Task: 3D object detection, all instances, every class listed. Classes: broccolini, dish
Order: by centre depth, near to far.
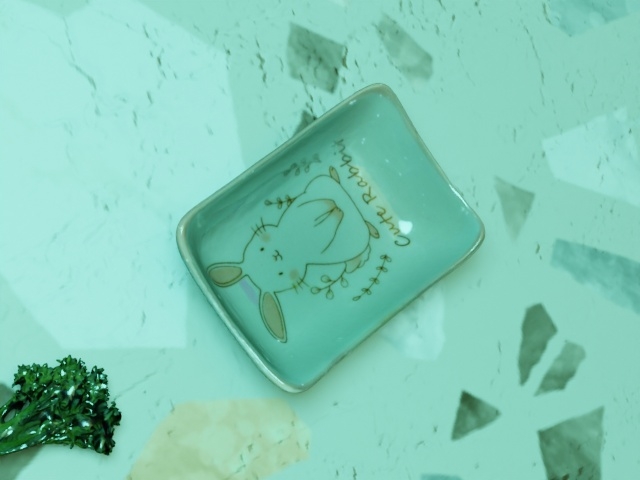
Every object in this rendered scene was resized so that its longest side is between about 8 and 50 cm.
[{"bbox_3d":[-0.247,0.143,0.879,0.254,0.057,0.071,-22,46,-29],"label":"broccolini"},{"bbox_3d":[0.000,0.000,1.002,0.212,0.077,0.151,-38,97,-25],"label":"dish"}]
